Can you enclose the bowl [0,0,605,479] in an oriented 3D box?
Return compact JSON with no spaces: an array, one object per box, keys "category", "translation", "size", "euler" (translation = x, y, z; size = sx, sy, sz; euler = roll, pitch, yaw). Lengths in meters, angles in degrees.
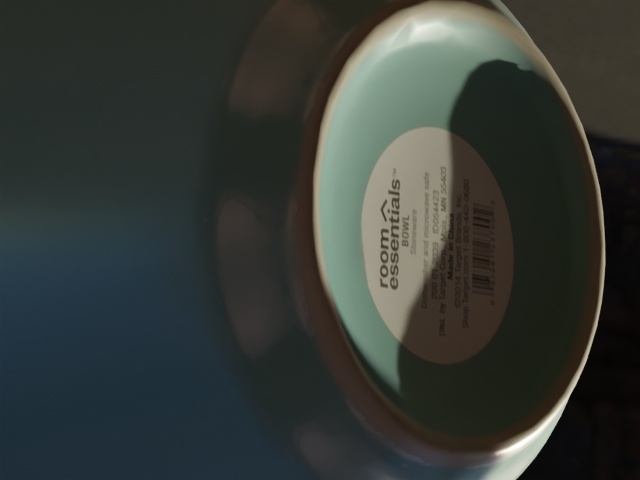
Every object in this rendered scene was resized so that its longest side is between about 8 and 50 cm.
[{"category":"bowl","translation":[0.000,0.000,0.663],"size":[0.163,0.311,0.311],"euler":[-7,166,44]}]
